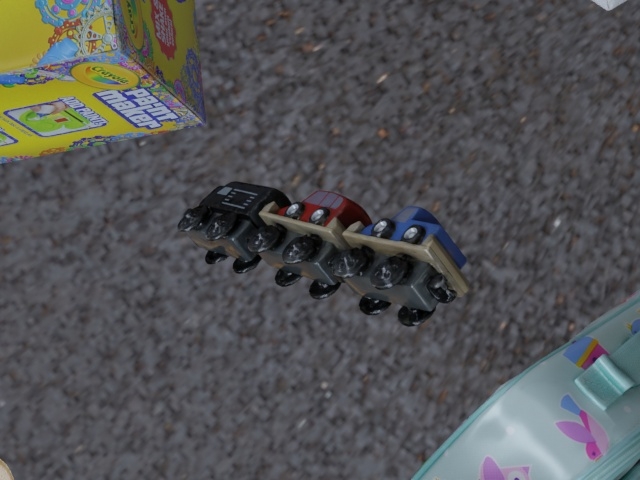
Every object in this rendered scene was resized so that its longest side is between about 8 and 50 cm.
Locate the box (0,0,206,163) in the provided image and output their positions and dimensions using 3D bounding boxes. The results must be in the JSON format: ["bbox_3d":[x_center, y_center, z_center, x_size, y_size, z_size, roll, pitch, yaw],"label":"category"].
[{"bbox_3d":[-0.250,-0.217,1.060,0.279,0.177,0.290,-9,76,13],"label":"box"}]

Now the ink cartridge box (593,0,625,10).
[{"bbox_3d":[0.263,-0.387,1.467,0.306,0.226,0.131,44,158,40],"label":"ink cartridge box"}]

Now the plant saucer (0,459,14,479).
[{"bbox_3d":[-0.399,0.298,1.784,0.083,0.015,0.083,-1,87,21],"label":"plant saucer"}]

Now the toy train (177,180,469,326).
[{"bbox_3d":[0.000,0.000,0.528,0.158,0.036,0.027,15,148,55],"label":"toy train"}]

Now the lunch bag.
[{"bbox_3d":[0.177,0.137,1.023,0.108,0.279,0.224,50,133,12],"label":"lunch bag"}]
